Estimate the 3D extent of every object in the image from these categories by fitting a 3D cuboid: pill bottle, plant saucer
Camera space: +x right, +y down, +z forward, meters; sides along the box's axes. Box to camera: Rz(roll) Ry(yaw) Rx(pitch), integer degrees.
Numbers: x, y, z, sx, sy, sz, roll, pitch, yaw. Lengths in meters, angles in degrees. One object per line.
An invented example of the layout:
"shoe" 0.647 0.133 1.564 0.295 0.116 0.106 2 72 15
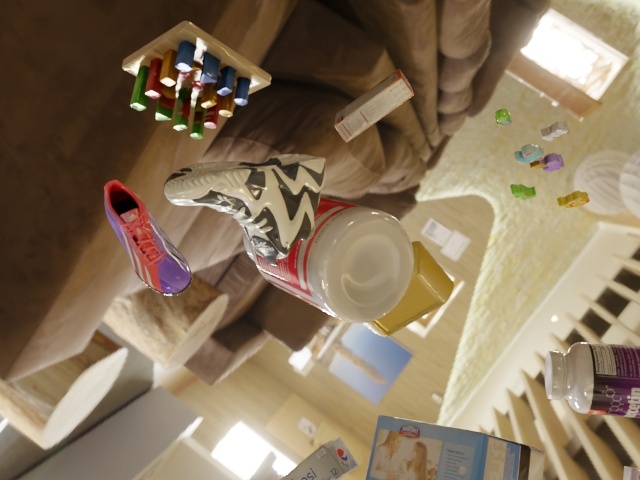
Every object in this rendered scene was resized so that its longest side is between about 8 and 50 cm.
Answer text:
"pill bottle" 0.748 0.354 1.563 0.181 0.323 0.181 1 90 -78
"pill bottle" -0.007 0.019 1.344 0.229 0.229 0.408 -54 -148 -11
"plant saucer" 0.253 0.185 1.995 0.333 0.081 0.333 -33 138 13

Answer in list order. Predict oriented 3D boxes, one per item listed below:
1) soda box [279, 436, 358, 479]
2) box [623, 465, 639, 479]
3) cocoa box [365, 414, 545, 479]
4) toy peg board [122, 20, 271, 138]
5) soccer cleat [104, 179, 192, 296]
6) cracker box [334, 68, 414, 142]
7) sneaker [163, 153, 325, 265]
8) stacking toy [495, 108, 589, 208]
"soda box" -0.042 0.632 1.594 0.286 0.091 0.098 -45 158 19
"box" 0.849 0.785 1.668 0.067 0.063 0.323 72 31 -71
"cocoa box" 0.303 0.562 1.453 0.347 0.228 0.231 -11 -120 53
"toy peg board" -0.187 -0.223 0.913 0.161 0.161 0.079 -11 -114 41
"soccer cleat" -0.402 -0.006 1.397 0.109 0.318 0.116 -32 153 -17
"cracker box" 0.152 -0.390 1.774 0.232 0.067 0.155 -33 -162 17
"sneaker" -0.093 -0.031 0.832 0.235 0.094 0.152 -16 111 -43
"stacking toy" 0.417 -0.154 1.159 0.221 0.166 0.052 6 158 -39
